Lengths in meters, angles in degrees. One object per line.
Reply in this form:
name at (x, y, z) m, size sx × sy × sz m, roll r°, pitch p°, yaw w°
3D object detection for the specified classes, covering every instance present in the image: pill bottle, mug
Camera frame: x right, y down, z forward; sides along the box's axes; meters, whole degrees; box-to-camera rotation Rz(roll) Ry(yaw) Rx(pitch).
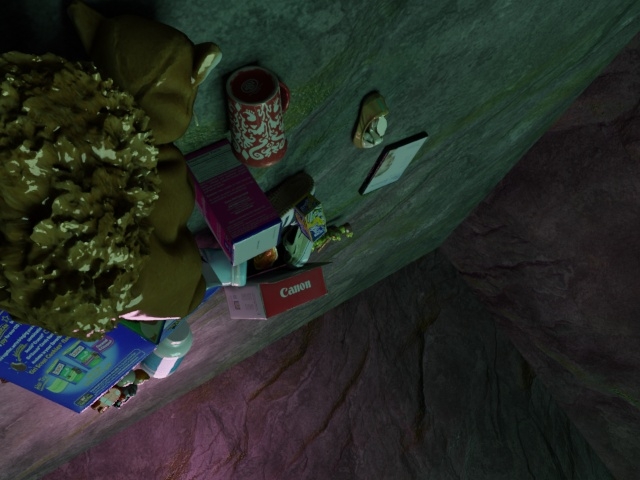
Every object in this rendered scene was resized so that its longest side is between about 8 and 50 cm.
pill bottle at (-0.525, 0.359, 1.731) m, size 0.146 × 0.146 × 0.264 m, roll -20°, pitch 159°, yaw -40°
mug at (-0.119, -0.244, 0.943) m, size 0.113 × 0.150 × 0.169 m, roll 4°, pitch 155°, yaw 0°

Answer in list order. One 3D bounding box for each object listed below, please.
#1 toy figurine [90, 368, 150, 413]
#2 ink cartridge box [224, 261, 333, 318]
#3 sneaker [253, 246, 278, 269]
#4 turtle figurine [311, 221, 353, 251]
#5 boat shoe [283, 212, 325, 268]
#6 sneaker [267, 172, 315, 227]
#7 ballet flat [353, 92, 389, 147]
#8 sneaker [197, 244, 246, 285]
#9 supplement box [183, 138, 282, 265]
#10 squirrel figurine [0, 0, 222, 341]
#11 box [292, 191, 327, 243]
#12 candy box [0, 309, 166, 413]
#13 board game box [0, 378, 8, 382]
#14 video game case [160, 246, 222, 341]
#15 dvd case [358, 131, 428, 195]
toy figurine at (-0.635, 0.390, 1.512) m, size 0.148 × 0.213 × 0.209 m, roll -48°, pitch 169°, yaw -10°
ink cartridge box at (-0.132, 0.174, 1.799) m, size 0.271 × 0.130 × 0.309 m, roll -8°, pitch -174°, yaw 45°
sneaker at (-0.183, 0.053, 1.681) m, size 0.067 × 0.064 × 0.175 m, roll -15°, pitch 154°, yaw -25°
turtle figurine at (0.000, 0.000, 1.840) m, size 0.217 × 0.087 × 0.269 m, roll -26°, pitch 173°, yaw -43°
boat shoe at (-0.077, -0.006, 1.691) m, size 0.094 × 0.109 × 0.302 m, roll 2°, pitch 144°, yaw -23°
sneaker at (-0.126, -0.061, 1.401) m, size 0.282 × 0.099 × 0.153 m, roll -36°, pitch 162°, yaw -6°
ballet flat at (0.132, -0.285, 1.309) m, size 0.080 × 0.073 × 0.232 m, roll -31°, pitch 164°, yaw -9°
sneaker at (-0.316, 0.064, 1.396) m, size 0.208 × 0.127 × 0.319 m, roll 0°, pitch 177°, yaw -13°
supplement box at (-0.182, -0.078, 1.030) m, size 0.114 × 0.220 × 0.111 m, roll -27°, pitch 161°, yaw -20°
squirrel figurine at (-0.248, -0.095, 0.616) m, size 0.397 × 0.281 × 0.371 m, roll -119°, pitch -132°, yaw -82°
box at (-0.027, -0.059, 1.370) m, size 0.059 × 0.054 × 0.169 m, roll -41°, pitch 157°, yaw -12°
candy box at (-0.495, 0.147, 0.933) m, size 0.268 × 0.122 × 0.317 m, roll -39°, pitch 120°, yaw 20°
board game box at (-0.721, 0.291, 1.378) m, size 0.281 × 0.027 × 0.145 m, roll -39°, pitch 162°, yaw 15°
video game case at (-0.366, 0.075, 1.063) m, size 0.269 × 0.244 × 0.061 m, roll -40°, pitch 167°, yaw 20°
dvd case at (0.240, -0.253, 1.698) m, size 0.180 × 0.022 × 0.253 m, roll -25°, pitch 162°, yaw -29°
